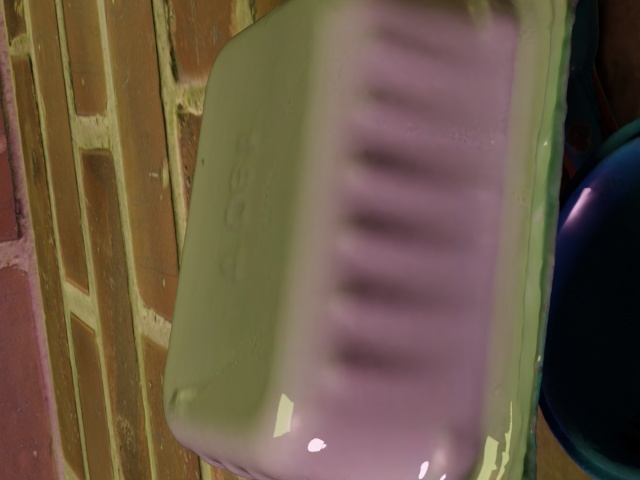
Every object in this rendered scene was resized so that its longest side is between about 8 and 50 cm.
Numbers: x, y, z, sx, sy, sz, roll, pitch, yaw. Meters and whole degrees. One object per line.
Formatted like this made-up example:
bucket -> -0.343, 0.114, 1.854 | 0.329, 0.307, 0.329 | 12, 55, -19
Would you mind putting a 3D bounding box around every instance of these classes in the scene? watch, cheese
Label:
watch -> 0.176, 0.012, 0.365 | 0.200, 0.171, 0.196 | 130, 155, -50
cheese -> 0.141, -0.106, 0.521 | 0.106, 0.037, 0.256 | -37, 70, 61

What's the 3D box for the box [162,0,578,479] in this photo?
box -> 0.000, 0.000, 0.468 | 0.264, 0.106, 0.337 | -10, 71, 58
